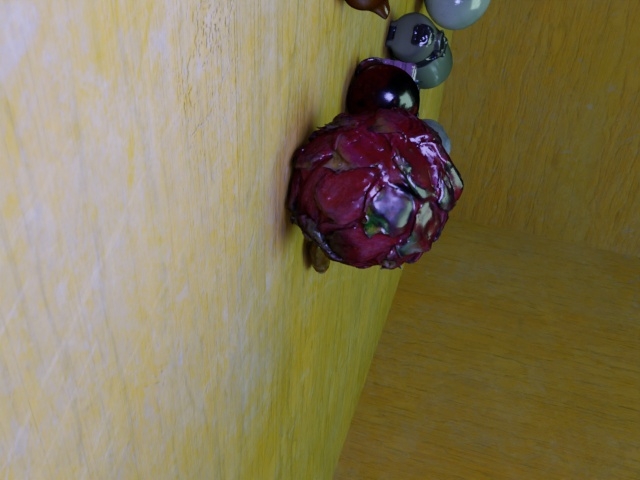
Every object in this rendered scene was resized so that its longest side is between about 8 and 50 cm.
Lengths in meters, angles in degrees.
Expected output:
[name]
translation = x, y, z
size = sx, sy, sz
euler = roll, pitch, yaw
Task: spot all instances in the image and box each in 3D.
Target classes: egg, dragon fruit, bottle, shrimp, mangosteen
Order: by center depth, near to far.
[dragon fruit]
translation = 0.104, -0.097, 1.393
size = 0.329, 0.329, 0.329
euler = 13, 90, -78
[shrimp]
translation = -0.004, 0.001, 1.689
size = 0.187, 0.052, 0.132
euler = 85, 2, -71
[mangosteen]
translation = 0.141, -0.332, 1.735
size = 0.200, 0.200, 0.199
euler = 13, 90, -78
[bottle]
translation = 0.285, -0.548, 2.146
size = 0.347, 0.169, 0.168
euler = 2, 101, -75
[egg]
translation = 0.460, -0.856, 2.473
size = 0.230, 0.230, 0.370
euler = 85, 18, -57

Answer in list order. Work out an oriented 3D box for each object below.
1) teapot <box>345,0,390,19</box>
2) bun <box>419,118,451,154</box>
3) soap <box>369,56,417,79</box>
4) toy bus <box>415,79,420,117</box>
[teapot]
translation = 0.112, -0.541, 1.403
size = 0.178, 0.135, 0.252
euler = -70, 168, -49
[bun]
translation = 0.272, -0.218, 2.312
size = 0.354, 0.194, 0.354
euler = -161, -90, -87
[soap]
translation = 0.166, -0.355, 1.890
size = 0.065, 0.122, 0.203
euler = -7, 111, -77
[toy bus]
translation = 0.199, -0.329, 2.067
size = 0.262, 0.128, 0.150
euler = 75, 31, -64
